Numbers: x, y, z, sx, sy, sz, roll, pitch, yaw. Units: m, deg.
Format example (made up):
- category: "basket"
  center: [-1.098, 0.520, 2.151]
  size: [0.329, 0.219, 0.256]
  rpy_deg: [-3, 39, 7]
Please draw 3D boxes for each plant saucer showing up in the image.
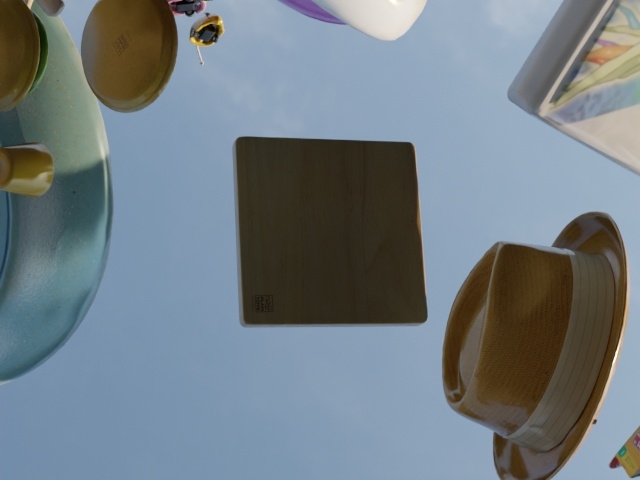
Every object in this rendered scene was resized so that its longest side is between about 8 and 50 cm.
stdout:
- category: "plant saucer"
  center: [-0.263, -0.049, 0.659]
  size: [0.317, 0.317, 0.044]
  rpy_deg: [38, -149, 6]

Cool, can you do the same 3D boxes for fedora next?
- category: "fedora"
  center: [0.131, 0.065, 0.781]
  size: [0.079, 0.194, 0.194]
  rpy_deg: [18, -119, -10]

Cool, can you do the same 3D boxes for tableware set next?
- category: "tableware set"
  center: [-0.089, -0.082, 0.452]
  size: [0.104, 0.154, 0.024]
  rpy_deg: [50, -154, 24]

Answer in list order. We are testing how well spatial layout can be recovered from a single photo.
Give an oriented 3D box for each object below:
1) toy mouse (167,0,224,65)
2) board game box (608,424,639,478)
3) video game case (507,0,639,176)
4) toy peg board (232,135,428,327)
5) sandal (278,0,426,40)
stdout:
- category: "toy mouse"
  center: [-0.193, -0.295, 1.541]
  size: [0.143, 0.161, 0.031]
  rpy_deg: [6, -118, -26]
- category: "board game box"
  center: [0.365, 0.135, 1.058]
  size: [0.124, 0.259, 0.039]
  rpy_deg: [-7, -126, -26]
- category: "video game case"
  center: [0.312, -0.177, 0.781]
  size: [0.300, 0.329, 0.036]
  rpy_deg: [21, -164, -38]
- category: "toy peg board"
  center: [0.000, 0.000, 1.027]
  size: [0.160, 0.079, 0.161]
  rpy_deg: [0, -103, -15]
- category: "sandal"
  center: [-0.138, -0.194, 0.396]
  size: [0.416, 0.102, 0.169]
  rpy_deg: [40, -154, -2]
